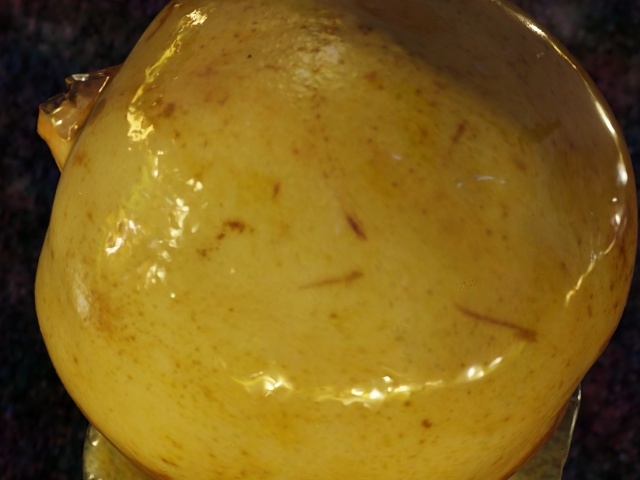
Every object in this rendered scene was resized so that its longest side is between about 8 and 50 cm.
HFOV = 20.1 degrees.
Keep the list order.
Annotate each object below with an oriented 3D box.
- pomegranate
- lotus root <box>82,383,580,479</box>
[{"bbox_3d":[0.000,0.000,0.774,0.264,0.264,0.264,12,41,-11],"label":"pomegranate"},{"bbox_3d":[-0.017,0.157,1.059,0.260,0.267,0.149,17,49,-4],"label":"lotus root"}]
